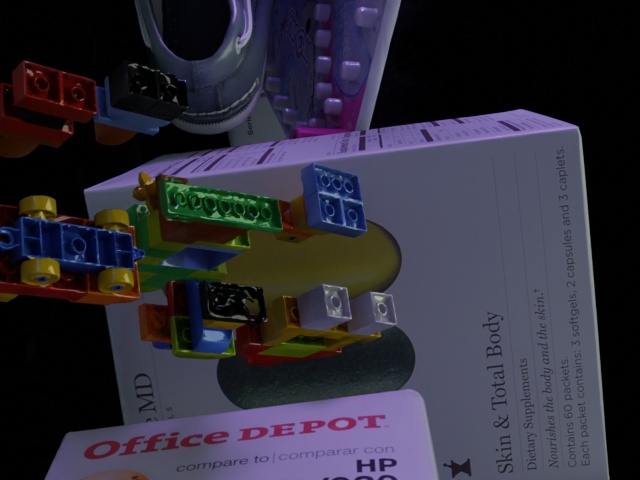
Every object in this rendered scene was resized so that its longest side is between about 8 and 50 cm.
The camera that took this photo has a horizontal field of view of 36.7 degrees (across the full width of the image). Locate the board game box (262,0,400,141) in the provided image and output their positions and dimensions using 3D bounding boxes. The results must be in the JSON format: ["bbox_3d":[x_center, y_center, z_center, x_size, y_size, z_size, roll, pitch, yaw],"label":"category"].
[{"bbox_3d":[-0.011,-0.275,0.792,0.390,0.050,0.390,-116,-146,-56],"label":"board game box"}]

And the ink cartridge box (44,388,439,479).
[{"bbox_3d":[-0.026,0.191,0.357,0.233,0.171,0.168,-88,170,-68],"label":"ink cartridge box"}]

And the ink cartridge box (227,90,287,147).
[{"bbox_3d":[-0.020,-0.113,1.118,0.212,0.093,0.154,-39,124,-62],"label":"ink cartridge box"}]

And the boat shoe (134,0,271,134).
[{"bbox_3d":[-0.082,-0.241,0.692,0.099,0.116,0.320,83,7,-78],"label":"boat shoe"}]

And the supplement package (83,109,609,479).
[{"bbox_3d":[0.020,0.036,0.606,0.198,0.262,0.199,-74,157,-79],"label":"supplement package"}]

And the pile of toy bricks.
[{"bbox_3d":[-0.076,0.003,0.443,0.212,0.105,0.118,12,61,-42],"label":"pile of toy bricks"}]
